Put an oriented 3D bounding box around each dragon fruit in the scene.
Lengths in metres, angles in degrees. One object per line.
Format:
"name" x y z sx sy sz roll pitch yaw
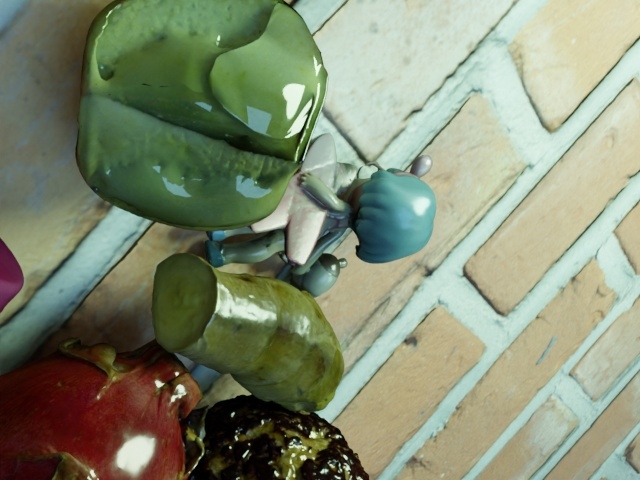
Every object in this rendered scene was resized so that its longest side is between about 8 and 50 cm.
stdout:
"dragon fruit" -0.243 0.227 0.726 0.314 0.250 0.250 -19 129 -13

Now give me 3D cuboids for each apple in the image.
"apple" -0.101 -0.111 0.656 0.188 0.174 0.207 15 117 -15

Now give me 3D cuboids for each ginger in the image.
"ginger" -0.061 0.097 0.827 0.116 0.109 0.263 -34 140 19

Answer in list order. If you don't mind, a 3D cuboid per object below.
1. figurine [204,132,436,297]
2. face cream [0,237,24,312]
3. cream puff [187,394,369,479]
"figurine" 0.005 0.001 0.860 0.260 0.103 0.205 -11 124 -20
"face cream" -0.342 0.043 0.568 0.195 0.175 0.175 -47 136 -3
"cream puff" -0.052 0.272 0.903 0.239 0.239 0.165 21 103 -44
